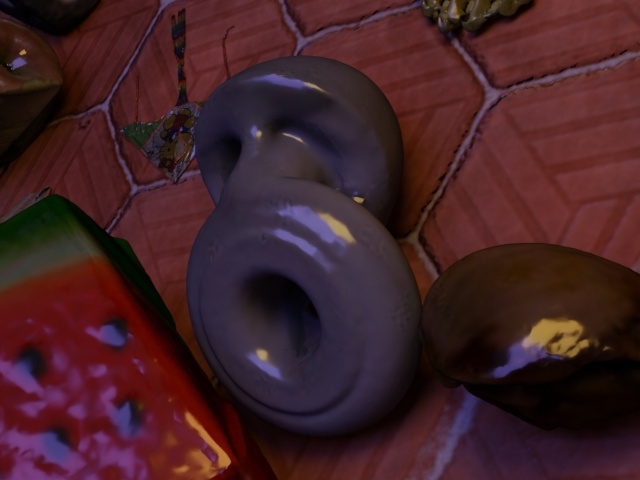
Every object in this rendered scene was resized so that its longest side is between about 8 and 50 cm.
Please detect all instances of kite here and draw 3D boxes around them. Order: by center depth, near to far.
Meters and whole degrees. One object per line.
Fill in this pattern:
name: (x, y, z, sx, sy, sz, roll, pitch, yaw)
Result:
kite: (-0.153, -0.168, 1.196, 0.198, 0.006, 0.244, -21, 55, 29)

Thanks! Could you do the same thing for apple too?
apple: (-0.420, -0.180, 1.298, 0.188, 0.174, 0.207, -51, -1, 30)

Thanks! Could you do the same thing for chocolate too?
chocolate: (-0.249, 0.172, 0.855, 0.360, 0.161, 0.341, -33, 61, -12)

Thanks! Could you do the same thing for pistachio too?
pistachio: (0.163, 0.068, 0.743, 0.210, 0.130, 0.165, 0, 27, 38)

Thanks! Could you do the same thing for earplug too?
earplug: (-0.008, -0.003, 0.894, 0.214, 0.175, 0.325, -19, 65, 36)

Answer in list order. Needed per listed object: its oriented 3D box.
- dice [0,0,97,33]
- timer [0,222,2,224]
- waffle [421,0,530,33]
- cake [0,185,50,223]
dice: (-0.372, -0.384, 1.366, 0.181, 0.182, 0.183, 26, 85, 42)
timer: (-0.345, 0.117, 1.064, 0.232, 0.091, 0.250, 24, 60, 37)
waffle: (0.161, -0.275, 0.988, 0.183, 0.036, 0.169, -28, 54, 26)
cake: (-0.346, -0.009, 1.247, 0.052, 0.065, 0.121, -13, 36, 33)
